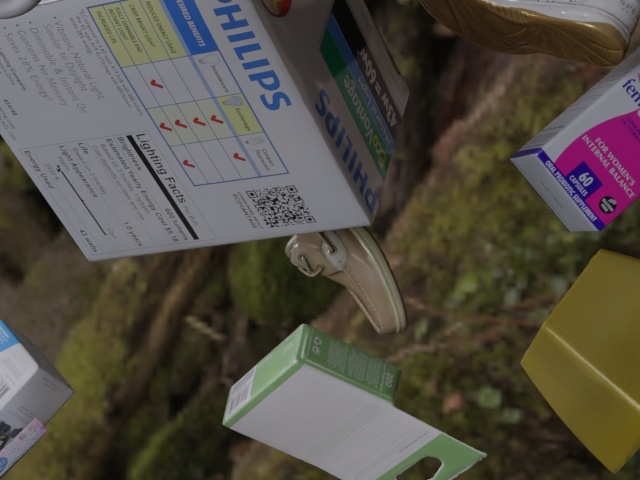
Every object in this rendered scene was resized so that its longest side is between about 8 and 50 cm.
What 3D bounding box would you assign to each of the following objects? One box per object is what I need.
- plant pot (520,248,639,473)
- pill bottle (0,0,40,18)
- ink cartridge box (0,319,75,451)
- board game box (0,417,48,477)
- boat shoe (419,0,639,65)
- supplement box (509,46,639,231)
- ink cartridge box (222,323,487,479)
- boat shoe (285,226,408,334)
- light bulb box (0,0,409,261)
[{"bbox_3d":[0.381,0.139,2.065,0.212,0.187,0.212,-50,-11,-22],"label":"plant pot"},{"bbox_3d":[-0.241,-0.249,1.239,0.160,0.087,0.087,-88,17,-45],"label":"pill bottle"},{"bbox_3d":[-0.350,0.184,1.652,0.181,0.061,0.104,-48,42,-2],"label":"ink cartridge box"},{"bbox_3d":[-0.304,0.212,1.560,0.090,0.020,0.090,-46,2,-16],"label":"board game box"},{"bbox_3d":[0.225,-0.258,1.718,0.277,0.098,0.096,20,70,38],"label":"boat shoe"},{"bbox_3d":[0.332,-0.119,1.742,0.220,0.111,0.114,-41,5,-6],"label":"supplement box"},{"bbox_3d":[0.037,0.190,1.702,0.171,0.235,0.056,-44,26,47],"label":"ink cartridge box"},{"bbox_3d":[0.000,0.000,2.010,0.302,0.098,0.109,57,168,1],"label":"boat shoe"},{"bbox_3d":[-0.146,-0.187,1.706,0.358,0.361,0.225,61,-147,-38],"label":"light bulb box"}]
